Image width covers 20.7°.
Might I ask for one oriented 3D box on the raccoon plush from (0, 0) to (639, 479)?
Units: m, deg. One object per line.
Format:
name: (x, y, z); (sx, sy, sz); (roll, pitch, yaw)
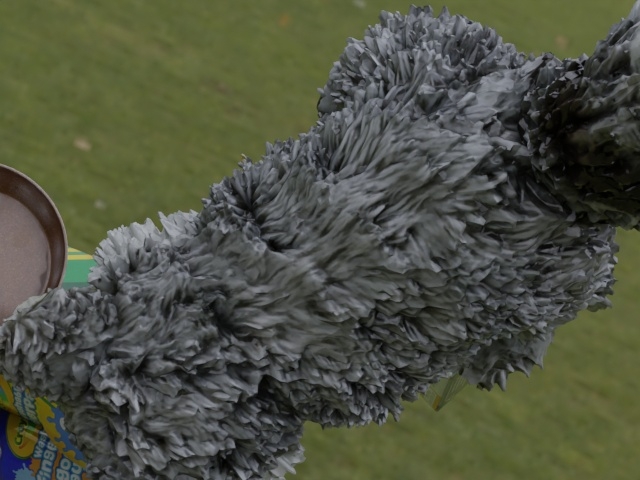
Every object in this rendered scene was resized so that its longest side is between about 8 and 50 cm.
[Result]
raccoon plush: (0.000, 0.000, 0.894); (0.299, 0.446, 0.216); (-31, 77, -23)

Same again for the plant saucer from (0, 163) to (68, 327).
plant saucer: (-0.284, 0.016, 1.391); (0.168, 0.168, 0.029); (26, -22, 8)

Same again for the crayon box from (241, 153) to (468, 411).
crayon box: (0.052, 0.026, 1.906); (0.323, 0.083, 0.203); (46, -11, 11)

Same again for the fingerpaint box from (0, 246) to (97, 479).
fingerpaint box: (-0.264, 0.217, 1.848); (0.371, 0.445, 0.163); (21, 49, 19)
